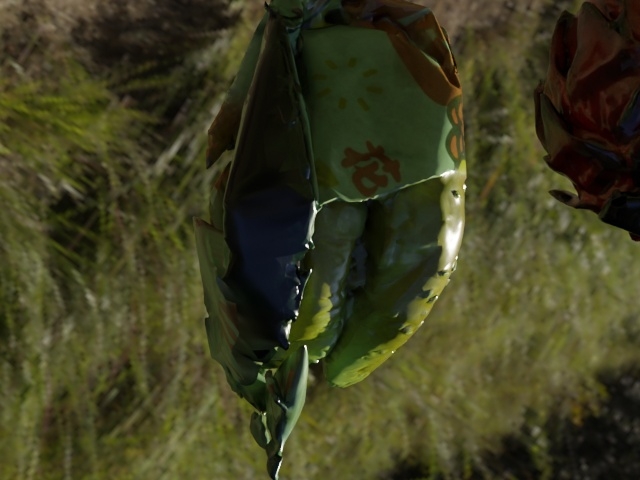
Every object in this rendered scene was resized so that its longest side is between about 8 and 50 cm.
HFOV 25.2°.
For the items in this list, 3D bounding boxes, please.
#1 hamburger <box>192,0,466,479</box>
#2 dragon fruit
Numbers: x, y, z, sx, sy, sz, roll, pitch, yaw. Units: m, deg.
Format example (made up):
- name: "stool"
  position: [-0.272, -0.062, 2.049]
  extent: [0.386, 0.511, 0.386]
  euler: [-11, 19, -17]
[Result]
- name: "hamburger"
  position: [-0.001, 0.003, 0.732]
  extent: [0.125, 0.235, 0.214]
  euler: [-1, 147, -9]
- name: "dragon fruit"
  position: [0.221, -0.084, 0.907]
  extent: [0.182, 0.188, 0.182]
  euler: [-27, 138, -27]
